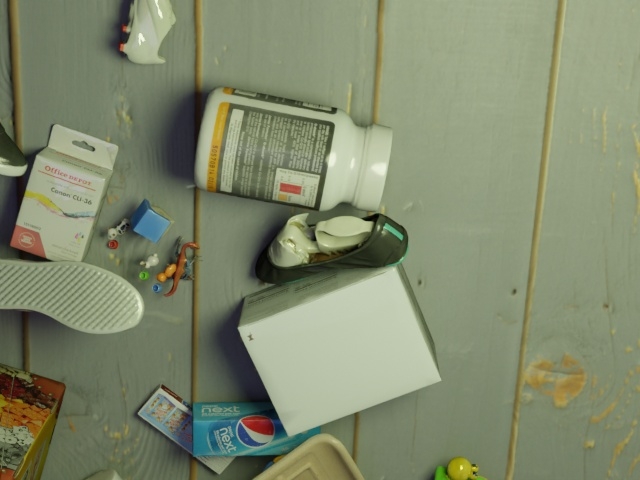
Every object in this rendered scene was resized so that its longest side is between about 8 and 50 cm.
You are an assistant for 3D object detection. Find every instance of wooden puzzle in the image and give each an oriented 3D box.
[{"bbox_3d":[-0.072,0.491,1.818,0.348,0.080,0.322,-32,127,-5],"label":"wooden puzzle"}]

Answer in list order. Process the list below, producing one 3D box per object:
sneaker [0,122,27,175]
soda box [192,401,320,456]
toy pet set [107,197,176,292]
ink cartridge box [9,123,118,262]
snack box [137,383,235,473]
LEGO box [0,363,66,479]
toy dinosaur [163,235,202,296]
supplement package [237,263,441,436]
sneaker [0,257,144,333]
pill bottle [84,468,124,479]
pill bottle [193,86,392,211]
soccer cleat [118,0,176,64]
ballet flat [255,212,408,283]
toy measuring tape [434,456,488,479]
[{"bbox_3d":[-0.538,-0.231,1.653,0.296,0.104,0.147,42,109,-6],"label":"sneaker"},{"bbox_3d":[-0.107,0.311,1.816,0.210,0.071,0.067,-1,107,-7],"label":"soda box"},{"bbox_3d":[-0.279,0.003,1.719,0.122,0.065,0.114,41,102,17],"label":"toy pet set"},{"bbox_3d":[-0.401,-0.070,1.720,0.115,0.067,0.198,19,107,-5],"label":"ink cartridge box"},{"bbox_3d":[-0.220,0.321,1.861,0.178,0.022,0.064,39,104,-10],"label":"snack box"},{"bbox_3d":[-0.596,0.487,1.740,0.193,0.372,0.500,18,106,-4],"label":"LEGO box"},{"bbox_3d":[-0.216,0.039,1.749,0.047,0.090,0.082,16,149,2],"label":"toy dinosaur"},{"bbox_3d":[0.032,0.154,1.740,0.262,0.145,0.204,-21,105,8],"label":"supplement package"},{"bbox_3d":[-0.395,0.081,1.720,0.282,0.161,0.102,13,85,9],"label":"sneaker"},{"bbox_3d":[-0.323,0.539,1.859,0.161,0.161,0.283,-31,104,10],"label":"pill bottle"},{"bbox_3d":[-0.041,-0.130,1.643,0.279,0.162,0.162,11,107,-1],"label":"pill bottle"},{"bbox_3d":[-0.248,-0.358,1.634,0.076,0.068,0.196,9,109,-17],"label":"soccer cleat"},{"bbox_3d":[0.000,0.000,1.676,0.281,0.095,0.096,-11,142,30],"label":"ballet flat"},{"bbox_3d":[0.254,0.507,1.866,0.122,0.121,0.330,-3,115,2],"label":"toy measuring tape"}]
